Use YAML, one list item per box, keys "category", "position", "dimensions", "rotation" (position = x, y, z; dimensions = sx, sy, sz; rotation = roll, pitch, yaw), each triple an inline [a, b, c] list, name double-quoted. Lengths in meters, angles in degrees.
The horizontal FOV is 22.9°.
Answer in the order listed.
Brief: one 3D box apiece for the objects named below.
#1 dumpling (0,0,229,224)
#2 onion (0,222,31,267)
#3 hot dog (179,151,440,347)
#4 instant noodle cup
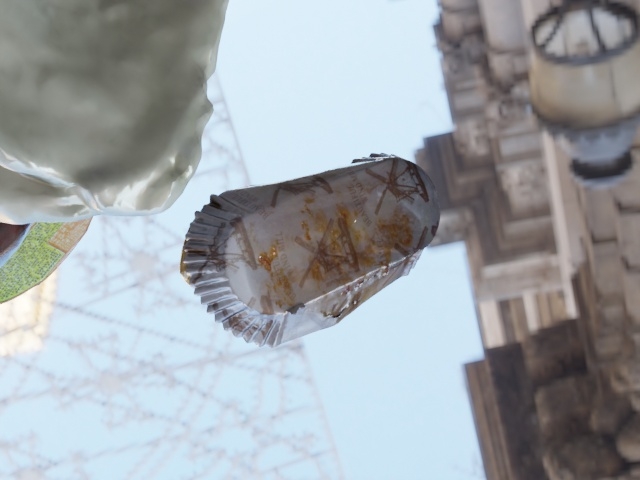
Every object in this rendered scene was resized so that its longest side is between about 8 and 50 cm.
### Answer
- category: "dumpling"
  position: [-0.104, -0.083, 0.395]
  dimensions: [0.155, 0.181, 0.111]
  rotation: [-65, -167, -19]
- category: "onion"
  position: [-0.303, -0.027, 0.953]
  dimensions: [0.281, 0.281, 0.221]
  rotation: [-16, -126, -1]
- category: "hot dog"
  position: [0.000, 0.000, 1.266]
  dimensions: [0.253, 0.131, 0.069]
  rotation: [-23, -173, -37]
- category: "instant noodle cup"
  position: [-0.315, -0.060, 1.398]
  dimensions: [0.168, 0.168, 0.185]
  rotation: [-38, -113, -26]
